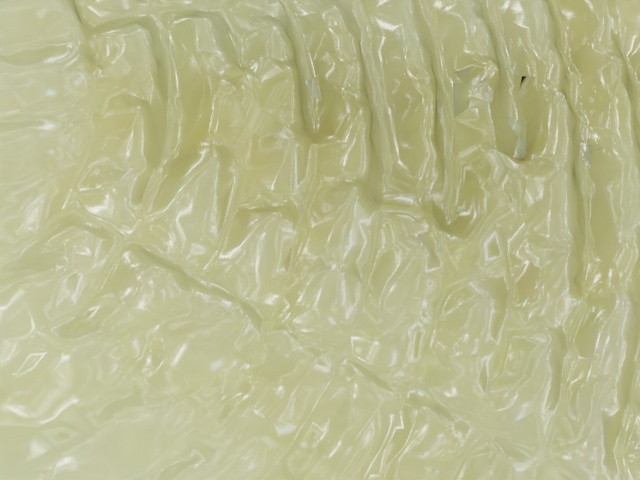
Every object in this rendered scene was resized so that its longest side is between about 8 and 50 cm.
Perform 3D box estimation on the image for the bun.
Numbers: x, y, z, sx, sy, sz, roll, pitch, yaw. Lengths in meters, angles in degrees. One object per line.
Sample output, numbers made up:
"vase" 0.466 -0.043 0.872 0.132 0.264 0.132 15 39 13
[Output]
"bun" 0.002 0.003 0.447 0.364 0.202 0.364 6 62 -11
